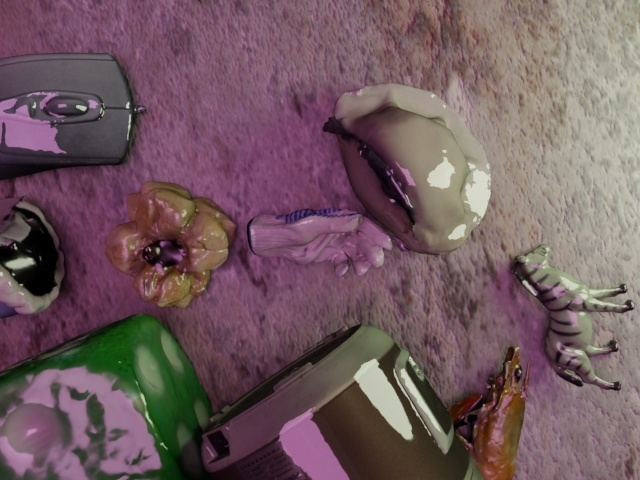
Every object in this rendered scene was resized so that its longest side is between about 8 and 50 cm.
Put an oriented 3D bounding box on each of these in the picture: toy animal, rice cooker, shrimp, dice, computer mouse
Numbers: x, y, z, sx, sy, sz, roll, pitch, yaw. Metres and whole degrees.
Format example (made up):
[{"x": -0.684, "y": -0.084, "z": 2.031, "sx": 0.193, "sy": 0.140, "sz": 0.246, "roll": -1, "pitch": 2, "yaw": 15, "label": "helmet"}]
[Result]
[{"x": 0.379, "y": 0.118, "z": 1.002, "sx": 0.176, "sy": 0.073, "sz": 0.216, "roll": 3, "pitch": 97, "yaw": 9, "label": "toy animal"}, {"x": 0.038, "y": 0.315, "z": 0.897, "sx": 0.335, "sy": 0.335, "sz": 0.325, "roll": -33, "pitch": 87, "yaw": 4, "label": "rice cooker"}, {"x": 0.239, "y": 0.293, "z": 1.025, "sx": 0.152, "sy": 0.063, "sz": 0.287, "roll": 14, "pitch": 95, "yaw": 14, "label": "shrimp"}, {"x": -0.326, "y": 0.286, "z": 0.934, "sx": 0.287, "sy": 0.297, "sz": 0.300, "roll": -26, "pitch": 90, "yaw": 2, "label": "dice"}, {"x": -0.462, "y": -0.193, "z": 1.011, "sx": 0.371, "sy": 0.122, "sz": 0.188, "roll": -5, "pitch": 93, "yaw": 0, "label": "computer mouse"}, {"x": -0.508, "y": 0.043, "z": 0.993, "sx": 0.204, "sy": 0.208, "sz": 0.155, "roll": -10, "pitch": 118, "yaw": 3, "label": "toy animal"}]

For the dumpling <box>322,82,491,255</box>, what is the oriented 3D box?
[{"x": 0.138, "y": -0.121, "z": 0.961, "sx": 0.205, "sy": 0.163, "sz": 0.292, "roll": -30, "pitch": 79, "yaw": 8, "label": "dumpling"}]

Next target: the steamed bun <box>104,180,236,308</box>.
[{"x": -0.240, "y": -0.001, "z": 1.010, "sx": 0.192, "sy": 0.106, "sz": 0.177, "roll": 42, "pitch": 93, "yaw": 2, "label": "steamed bun"}]

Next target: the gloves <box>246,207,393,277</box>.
[{"x": -0.001, "y": -0.005, "z": 0.986, "sx": 0.229, "sy": 0.119, "sz": 0.097, "roll": 11, "pitch": 60, "yaw": 21, "label": "gloves"}]

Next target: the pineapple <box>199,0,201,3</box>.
[{"x": -0.250, "y": -0.457, "z": 1.000, "sx": 0.221, "sy": 0.083, "sz": 0.103, "roll": 28, "pitch": 95, "yaw": -1, "label": "pineapple"}]
